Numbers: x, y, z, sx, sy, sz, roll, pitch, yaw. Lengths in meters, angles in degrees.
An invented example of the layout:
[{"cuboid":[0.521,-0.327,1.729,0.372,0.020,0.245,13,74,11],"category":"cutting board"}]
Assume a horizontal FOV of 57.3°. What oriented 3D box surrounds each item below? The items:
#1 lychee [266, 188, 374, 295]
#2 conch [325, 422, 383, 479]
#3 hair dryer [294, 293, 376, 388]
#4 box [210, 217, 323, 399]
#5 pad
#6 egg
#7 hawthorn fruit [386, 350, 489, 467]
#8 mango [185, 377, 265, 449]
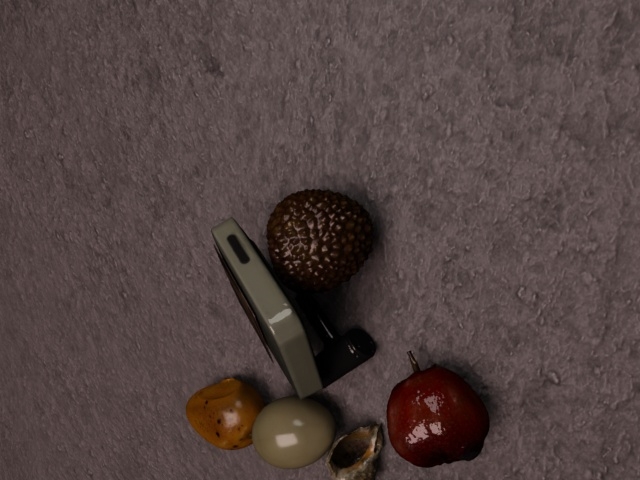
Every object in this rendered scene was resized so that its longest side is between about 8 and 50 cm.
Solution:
[{"cuboid":[0.000,0.000,1.379,0.268,0.267,0.267,8,105,31],"category":"lychee"},{"cuboid":[0.089,0.558,1.503,0.130,0.155,0.207,40,102,44],"category":"conch"},{"cuboid":[0.009,0.239,1.529,0.197,0.089,0.251,-44,68,34],"category":"hair dryer"},{"cuboid":[-0.123,0.167,1.418,0.367,0.090,0.373,54,167,35],"category":"box"},{"cuboid":[-0.187,0.165,1.453,0.220,0.004,0.330,56,167,28],"category":"pad"},{"cuboid":[-0.071,0.510,1.564,0.242,0.186,0.186,-20,90,24],"category":"egg"},{"cuboid":[0.250,0.376,1.328,0.230,0.210,0.266,-31,72,36],"category":"hawthorn fruit"},{"cuboid":[-0.280,0.515,1.718,0.290,0.160,0.191,-8,105,37],"category":"mango"}]
